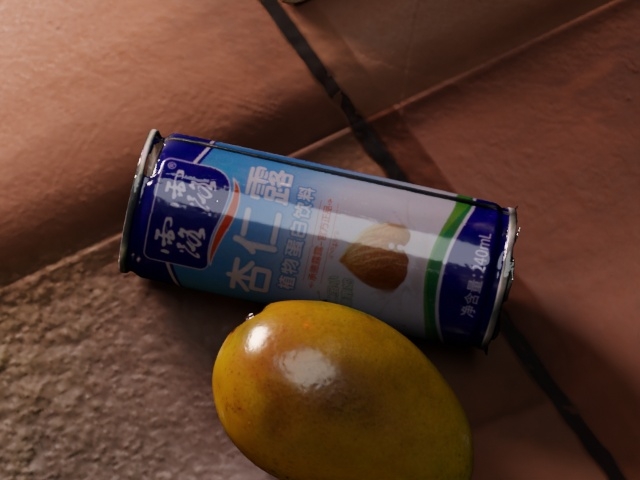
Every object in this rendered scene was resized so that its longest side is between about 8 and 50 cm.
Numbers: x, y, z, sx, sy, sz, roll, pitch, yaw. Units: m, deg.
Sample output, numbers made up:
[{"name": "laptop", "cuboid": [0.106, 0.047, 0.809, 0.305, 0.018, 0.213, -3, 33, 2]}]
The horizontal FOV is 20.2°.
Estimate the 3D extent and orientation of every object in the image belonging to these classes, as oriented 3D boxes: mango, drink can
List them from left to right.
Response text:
[{"name": "drink can", "cuboid": [0.000, 0.000, 1.114, 0.235, 0.097, 0.097, 13, 60, -1]}, {"name": "mango", "cuboid": [0.016, 0.096, 1.066, 0.163, 0.089, 0.111, 14, 81, -9]}]

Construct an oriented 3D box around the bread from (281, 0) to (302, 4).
[{"name": "bread", "cuboid": [-0.011, -0.257, 1.259, 0.134, 0.085, 0.173, -29, 69, -21]}]
